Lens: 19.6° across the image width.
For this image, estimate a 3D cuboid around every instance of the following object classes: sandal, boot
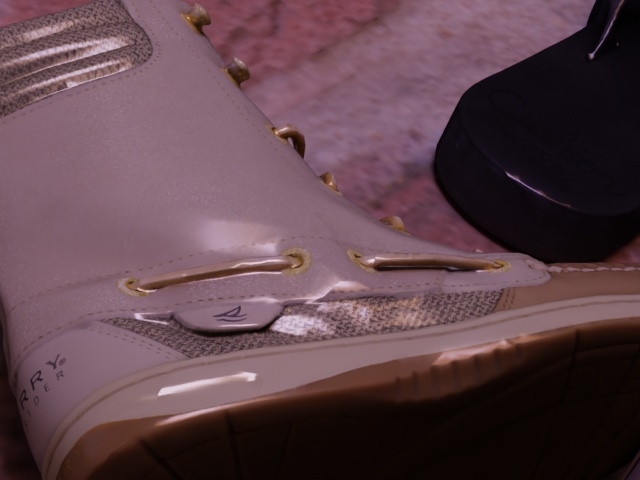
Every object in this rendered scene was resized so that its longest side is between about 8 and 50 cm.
[{"bbox_3d":[0.134,-0.066,0.691,0.097,0.054,0.254,34,37,11],"label":"sandal"},{"bbox_3d":[0.000,0.000,0.516,0.213,0.077,0.165,-6,44,-32],"label":"boot"}]

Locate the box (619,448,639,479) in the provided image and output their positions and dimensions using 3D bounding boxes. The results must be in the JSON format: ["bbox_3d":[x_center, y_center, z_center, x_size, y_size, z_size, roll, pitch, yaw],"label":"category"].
[{"bbox_3d":[0.175,0.131,0.487,0.145,0.038,0.186,4,40,-26],"label":"box"}]
